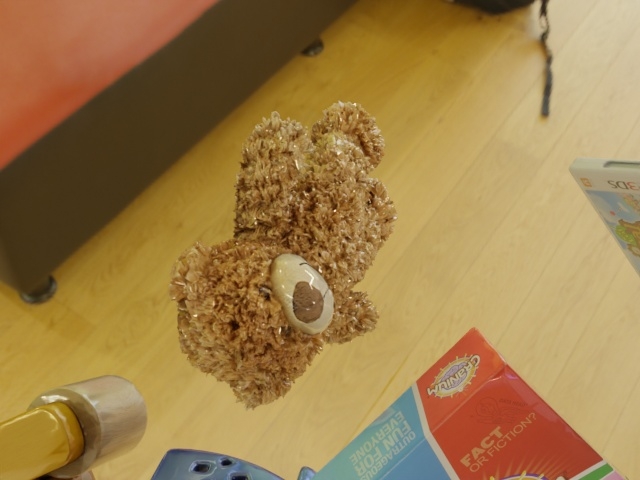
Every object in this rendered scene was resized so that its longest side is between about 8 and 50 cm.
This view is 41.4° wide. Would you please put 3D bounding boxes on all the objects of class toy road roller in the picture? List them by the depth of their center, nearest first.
[{"bbox_3d":[-0.373,0.347,1.136,0.330,0.202,0.240,-28,82,13],"label":"toy road roller"}]

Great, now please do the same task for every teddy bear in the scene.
[{"bbox_3d":[0.000,0.000,0.781,0.113,0.245,0.338,9,17,24],"label":"teddy bear"}]

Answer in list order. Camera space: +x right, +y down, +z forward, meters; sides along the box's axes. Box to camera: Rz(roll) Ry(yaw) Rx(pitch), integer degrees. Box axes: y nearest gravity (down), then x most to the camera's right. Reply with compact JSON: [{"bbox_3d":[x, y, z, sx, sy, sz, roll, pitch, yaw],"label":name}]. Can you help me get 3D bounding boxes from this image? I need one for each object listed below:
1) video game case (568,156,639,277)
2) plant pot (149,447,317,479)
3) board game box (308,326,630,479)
[{"bbox_3d":[0.373,0.003,0.868,0.023,0.193,0.212,-45,111,-12],"label":"video game case"},{"bbox_3d":[-0.091,0.394,0.954,0.212,0.235,0.236,-2,24,12],"label":"plant pot"},{"bbox_3d":[0.160,0.263,0.819,0.242,0.316,0.064,-44,30,6],"label":"board game box"}]
